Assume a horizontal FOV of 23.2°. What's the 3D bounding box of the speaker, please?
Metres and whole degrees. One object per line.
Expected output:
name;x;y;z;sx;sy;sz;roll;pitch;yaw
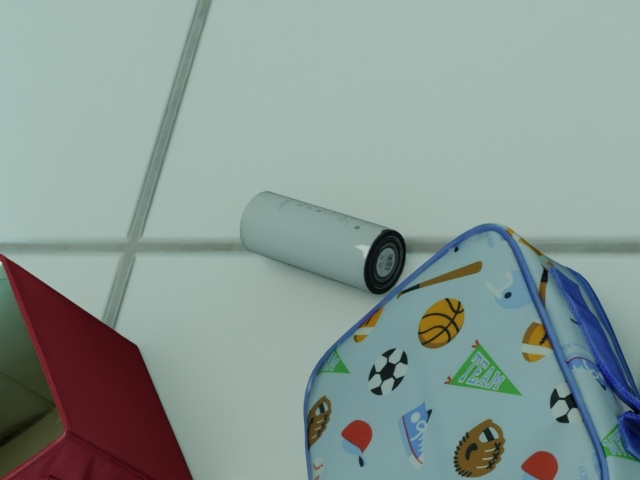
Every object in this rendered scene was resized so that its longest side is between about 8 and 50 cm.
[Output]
speaker;0.000;0.000;1.261;0.136;0.055;0.055;18;74;37

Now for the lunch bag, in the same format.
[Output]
lunch bag;0.110;0.145;1.026;0.243;0.115;0.303;-41;37;20

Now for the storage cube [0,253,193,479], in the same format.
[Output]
storage cube;-0.237;0.165;1.224;0.183;0.193;0.215;-36;52;9
